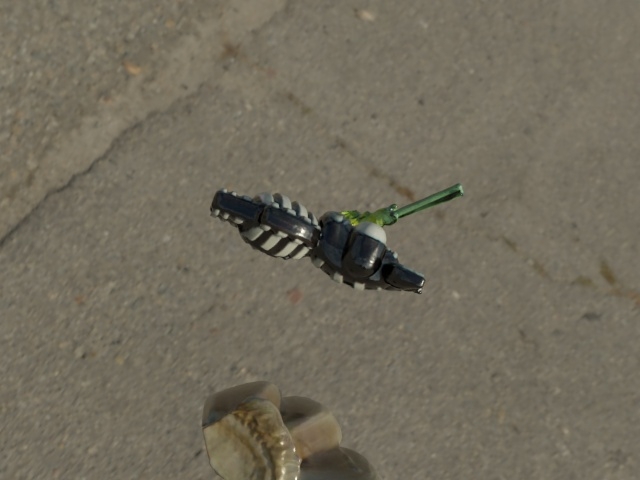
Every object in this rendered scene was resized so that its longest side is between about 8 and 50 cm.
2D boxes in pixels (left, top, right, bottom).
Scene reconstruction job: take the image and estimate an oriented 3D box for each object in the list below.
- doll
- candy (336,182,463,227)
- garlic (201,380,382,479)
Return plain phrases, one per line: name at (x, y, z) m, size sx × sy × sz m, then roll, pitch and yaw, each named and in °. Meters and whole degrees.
doll at (0.000, 0.000, 1.079) m, size 0.219 × 0.091 × 0.067 m, roll 23°, pitch 80°, yaw -5°
candy at (0.105, -0.038, 1.699) m, size 0.077 × 0.262 × 0.073 m, roll -34°, pitch 100°, yaw -52°
garlic at (-0.030, 0.291, 1.496) m, size 0.279 × 0.132 × 0.325 m, roll 48°, pitch 7°, yaw 14°
